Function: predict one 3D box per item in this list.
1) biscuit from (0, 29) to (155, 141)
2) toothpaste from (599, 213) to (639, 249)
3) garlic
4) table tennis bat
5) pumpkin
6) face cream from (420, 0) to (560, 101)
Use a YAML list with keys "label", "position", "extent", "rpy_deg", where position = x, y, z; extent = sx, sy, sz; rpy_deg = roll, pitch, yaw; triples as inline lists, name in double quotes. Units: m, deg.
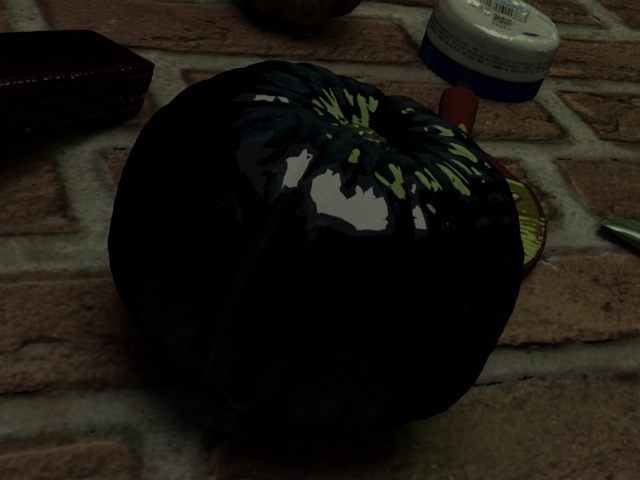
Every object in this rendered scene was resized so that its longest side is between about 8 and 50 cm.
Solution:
- label: "biscuit"
  position: [-0.319, -0.164, 1.040]
  extent: [0.107, 0.073, 0.388]
  rpy_deg: [30, 23, 14]
- label: "toothpaste"
  position: [0.460, 0.022, 1.273]
  extent: [0.218, 0.041, 0.064]
  rpy_deg: [31, 26, 19]
- label: "garlic"
  position: [-0.031, -0.420, 1.532]
  extent: [0.244, 0.161, 0.245]
  rpy_deg: [4, 56, -6]
- label: "table tennis bat"
  position: [0.157, -0.077, 1.252]
  extent: [0.268, 0.051, 0.415]
  rpy_deg: [20, 38, 0]
- label: "pumpkin"
  position: [0.000, 0.000, 0.886]
  extent: [0.363, 0.266, 0.363]
  rpy_deg: [13, 31, -8]
- label: "face cream"
  position: [0.269, -0.317, 1.569]
  extent: [0.205, 0.111, 0.206]
  rpy_deg: [13, 37, -10]
